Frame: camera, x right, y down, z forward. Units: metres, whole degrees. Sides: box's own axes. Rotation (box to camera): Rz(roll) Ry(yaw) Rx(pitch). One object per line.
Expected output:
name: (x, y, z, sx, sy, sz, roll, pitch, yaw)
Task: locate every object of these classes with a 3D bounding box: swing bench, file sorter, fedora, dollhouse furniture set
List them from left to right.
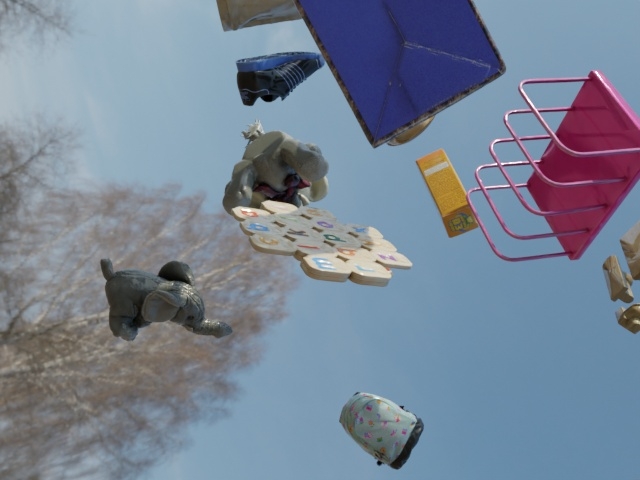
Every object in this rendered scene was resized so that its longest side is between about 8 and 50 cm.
swing bench: (-0.098, -0.560, 1.423, 0.255, 0.253, 0.165, -100, -177, -45)
fedora: (0.237, -0.349, 1.837, 0.079, 0.194, 0.194, 45, -28, -25)
file sorter: (0.406, -0.122, 1.175, 0.291, 0.182, 0.202, 105, -26, -49)
dollhouse furniture set: (0.555, 0.078, 1.092, 0.151, 0.123, 0.144, 31, -57, -6)

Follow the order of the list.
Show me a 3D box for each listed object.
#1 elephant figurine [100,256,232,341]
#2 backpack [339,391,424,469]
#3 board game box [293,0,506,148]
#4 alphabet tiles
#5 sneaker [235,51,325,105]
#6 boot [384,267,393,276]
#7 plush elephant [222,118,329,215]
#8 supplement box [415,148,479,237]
elephant figurine: (-0.332, 0.129, 1.440, 0.186, 0.239, 0.169, 65, 19, -69)
backpack: (0.138, 0.427, 1.522, 0.182, 0.152, 0.115, 35, -19, -9)
board game box: (0.066, -0.240, 0.723, 0.141, 0.291, 0.232, -28, -83, 9)
alphabet tiles: (0.000, 0.000, 1.090, 0.284, 0.278, 0.021, 50, -52, 57)
sneaker: (-0.079, -0.336, 1.353, 0.081, 0.232, 0.090, 19, -60, 43)
boot: (0.160, 0.079, 1.952, 0.085, 0.059, 0.158, 62, -19, -1)
plush elephant: (-0.101, -0.139, 1.714, 0.255, 0.272, 0.330, 60, 5, -39)
supplement box: (0.293, -0.114, 1.537, 0.233, 0.080, 0.078, -105, 169, -50)
